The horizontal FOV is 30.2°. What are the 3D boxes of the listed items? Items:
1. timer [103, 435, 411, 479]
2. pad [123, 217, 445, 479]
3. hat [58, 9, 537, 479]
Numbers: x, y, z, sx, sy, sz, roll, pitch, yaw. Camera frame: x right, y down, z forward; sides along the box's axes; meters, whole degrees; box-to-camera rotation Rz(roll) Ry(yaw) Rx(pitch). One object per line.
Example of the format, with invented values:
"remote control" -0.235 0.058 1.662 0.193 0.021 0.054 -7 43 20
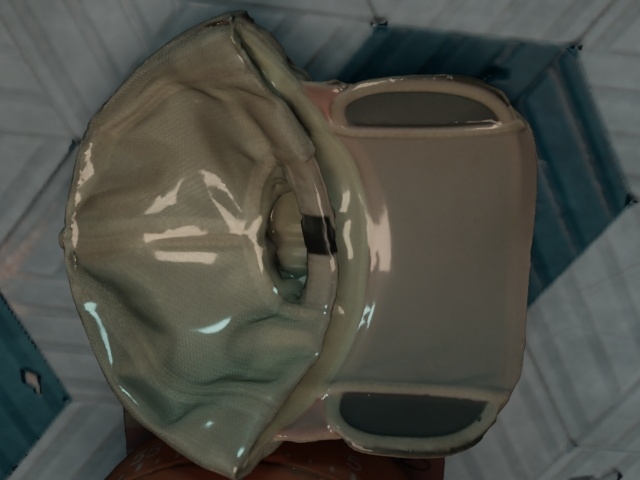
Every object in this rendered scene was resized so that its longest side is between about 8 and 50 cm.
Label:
"timer" -0.037 0.209 0.651 0.229 0.215 0.230 1 110 2
"pad" -0.021 0.122 0.726 0.202 0.005 0.300 1 116 -1
"hat" 0.000 0.000 0.626 0.226 0.164 0.220 0 97 -40
